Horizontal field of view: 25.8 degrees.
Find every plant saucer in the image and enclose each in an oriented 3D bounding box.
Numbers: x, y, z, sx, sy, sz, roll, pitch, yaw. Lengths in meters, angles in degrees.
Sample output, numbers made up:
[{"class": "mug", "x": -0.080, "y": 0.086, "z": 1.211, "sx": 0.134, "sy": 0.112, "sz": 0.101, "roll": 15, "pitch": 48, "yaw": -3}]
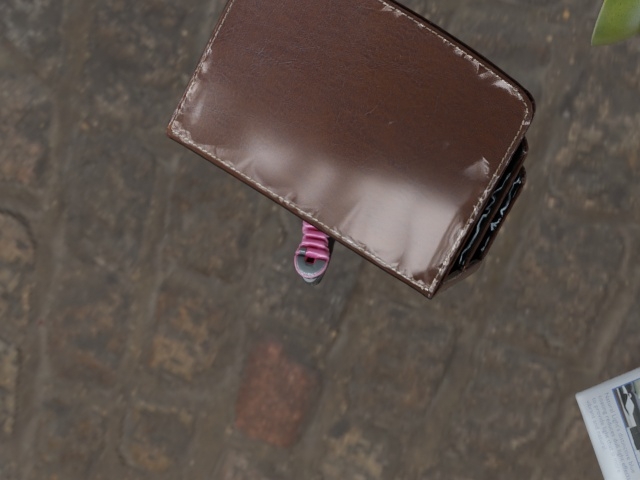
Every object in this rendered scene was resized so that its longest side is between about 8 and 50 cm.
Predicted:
[{"class": "plant saucer", "x": 0.306, "y": -0.274, "z": 1.228, "sx": 0.037, "sy": 0.241, "sz": 0.241, "roll": 27, "pitch": 126, "yaw": 10}]

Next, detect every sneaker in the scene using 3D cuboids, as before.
[{"class": "sneaker", "x": 0.000, "y": 0.000, "z": 1.619, "sx": 0.047, "sy": 0.119, "sz": 0.057, "roll": 13, "pitch": 152, "yaw": 14}]

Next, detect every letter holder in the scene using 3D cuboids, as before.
[{"class": "letter holder", "x": 0.048, "y": -0.123, "z": 1.309, "sx": 0.302, "sy": 0.152, "sz": 0.214, "roll": 32, "pitch": 108, "yaw": 15}]

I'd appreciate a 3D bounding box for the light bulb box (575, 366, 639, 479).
[{"class": "light bulb box", "x": 0.569, "y": 0.239, "z": 1.732, "sx": 0.361, "sy": 0.225, "sz": 0.358, "roll": -27, "pitch": 156, "yaw": 25}]
